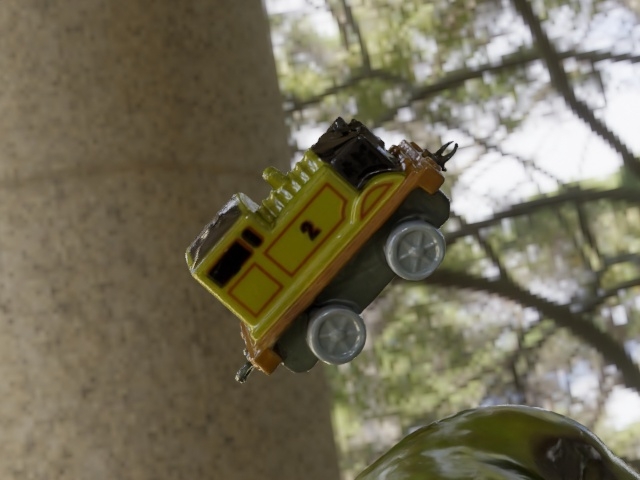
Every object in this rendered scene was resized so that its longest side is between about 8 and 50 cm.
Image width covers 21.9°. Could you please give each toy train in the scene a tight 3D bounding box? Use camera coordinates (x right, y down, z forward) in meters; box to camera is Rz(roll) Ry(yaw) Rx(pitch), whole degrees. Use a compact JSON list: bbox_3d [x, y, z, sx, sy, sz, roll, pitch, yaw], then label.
[{"bbox_3d":[0.000,0.000,1.108,0.219,0.127,0.089,-47,16,6],"label":"toy train"}]

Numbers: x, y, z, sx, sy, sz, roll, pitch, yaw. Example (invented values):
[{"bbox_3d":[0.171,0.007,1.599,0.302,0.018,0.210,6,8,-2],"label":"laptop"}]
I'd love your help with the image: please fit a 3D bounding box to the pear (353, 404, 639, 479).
[{"bbox_3d":[0.064,0.211,0.640,0.238,0.318,0.342,9,-28,-4],"label":"pear"}]
